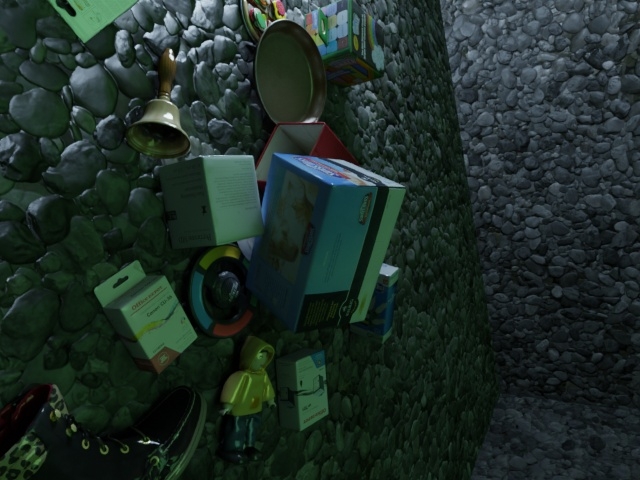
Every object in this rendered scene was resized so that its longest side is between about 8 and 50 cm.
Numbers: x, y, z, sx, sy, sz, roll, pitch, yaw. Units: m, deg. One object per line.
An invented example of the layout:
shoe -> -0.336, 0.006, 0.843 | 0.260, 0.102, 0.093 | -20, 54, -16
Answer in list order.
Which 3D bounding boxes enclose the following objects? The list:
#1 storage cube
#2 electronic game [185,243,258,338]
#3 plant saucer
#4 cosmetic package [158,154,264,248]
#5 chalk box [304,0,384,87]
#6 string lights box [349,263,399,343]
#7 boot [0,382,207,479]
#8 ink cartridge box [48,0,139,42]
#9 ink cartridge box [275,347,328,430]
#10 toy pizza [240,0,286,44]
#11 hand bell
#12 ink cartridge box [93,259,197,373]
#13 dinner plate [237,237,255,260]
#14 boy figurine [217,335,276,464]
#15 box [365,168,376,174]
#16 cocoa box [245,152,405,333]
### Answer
storage cube -> -0.038, -0.188, 1.234 | 0.193, 0.183, 0.215 | 41, 68, -46
electronic game -> -0.228, 0.119, 1.082 | 0.229, 0.048, 0.230 | 9, 80, -55
plant saucer -> -0.092, -0.464, 1.301 | 0.310, 0.050, 0.311 | -13, 106, -52
cosmetic package -> -0.237, -0.085, 0.997 | 0.151, 0.151, 0.184 | -15, 98, -54
chalk box -> 0.062, -0.639, 1.457 | 0.288, 0.179, 0.181 | 6, 83, -54
string lights box -> 0.178, 0.201, 1.519 | 0.076, 0.133, 0.260 | -32, 130, -51
boot -> -0.383, 0.349, 0.772 | 0.377, 0.138, 0.284 | -50, 127, -38
ink cartridge box -> -0.441, -0.486, 0.857 | 0.179, 0.045, 0.145 | -52, 131, -20
ink cartridge box -> -0.051, 0.416, 1.279 | 0.139, 0.082, 0.191 | -4, 89, -55
toy pizza -> -0.149, -0.633, 1.278 | 0.201, 0.032, 0.202 | 7, 82, -55
hand bell -> -0.328, -0.308, 0.953 | 0.126, 0.126, 0.242 | 29, 52, -50
ink cartridge box -> -0.343, 0.149, 0.897 | 0.115, 0.067, 0.198 | -46, 123, -46
dinner plate -> -0.171, -0.008, 1.170 | 0.141, 0.017, 0.141 | 43, 37, -44
boy figurine -> -0.169, 0.382, 1.108 | 0.177, 0.092, 0.286 | 25, 70, -49
box -> 0.134, -0.085, 1.593 | 0.307, 0.076, 0.243 | -44, 122, -47
cocoa box -> 0.000, 0.000, 1.049 | 0.227, 0.231, 0.348 | -3, 116, -40
